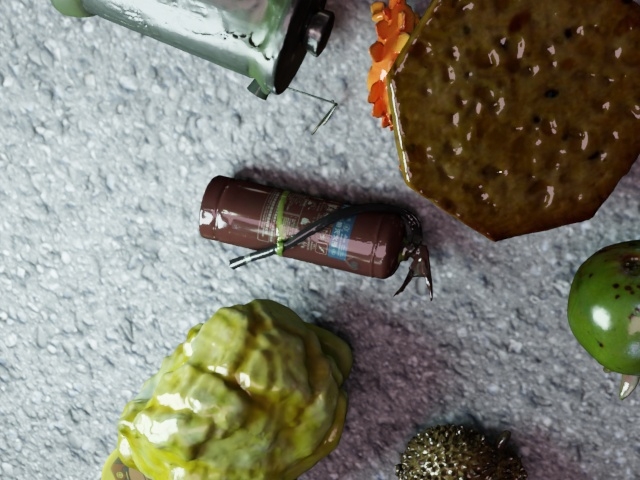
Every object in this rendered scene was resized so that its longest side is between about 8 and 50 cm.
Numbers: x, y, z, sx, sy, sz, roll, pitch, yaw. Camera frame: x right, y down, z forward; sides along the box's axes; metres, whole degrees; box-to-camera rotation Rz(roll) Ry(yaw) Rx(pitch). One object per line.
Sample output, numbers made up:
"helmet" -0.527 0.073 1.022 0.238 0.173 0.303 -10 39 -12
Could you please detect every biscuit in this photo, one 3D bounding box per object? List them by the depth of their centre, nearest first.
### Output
"biscuit" 0.252 -0.171 1.055 0.359 0.046 0.359 -2 108 -6

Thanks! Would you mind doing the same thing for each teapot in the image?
"teapot" -0.138 -0.343 1.066 0.337 0.200 0.270 23 124 4

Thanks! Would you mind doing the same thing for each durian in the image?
"durian" 0.214 0.350 1.273 0.196 0.167 0.196 -5 115 -10

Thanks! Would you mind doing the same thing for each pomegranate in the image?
"pomegranate" 0.413 0.109 1.113 0.181 0.181 0.224 0 132 16

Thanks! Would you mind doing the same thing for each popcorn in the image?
"popcorn" -0.113 0.259 1.254 0.292 0.293 0.334 41 131 -1

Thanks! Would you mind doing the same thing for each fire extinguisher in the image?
"fire extinguisher" 0.000 0.000 1.204 0.341 0.105 0.141 14 81 11

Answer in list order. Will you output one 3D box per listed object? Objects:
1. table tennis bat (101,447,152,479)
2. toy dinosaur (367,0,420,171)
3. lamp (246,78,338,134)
"table tennis bat" -0.330 0.459 1.510 0.369 0.054 0.224 -20 103 18
"toy dinosaur" 0.091 -0.214 1.098 0.070 0.117 0.288 3 108 14
"lamp" -0.039 -0.200 1.186 0.121 0.041 0.054 34 107 5
